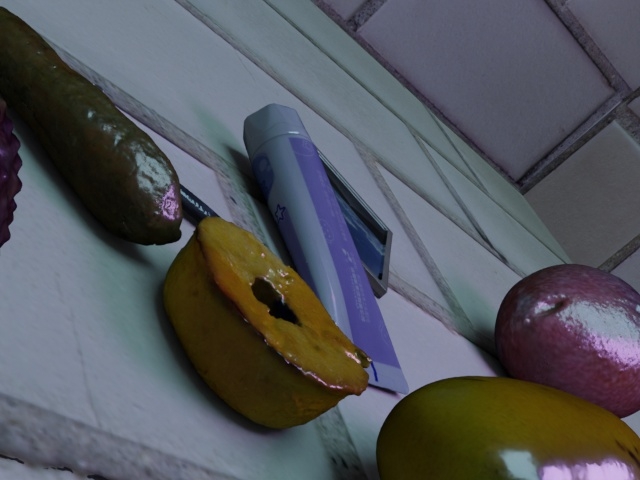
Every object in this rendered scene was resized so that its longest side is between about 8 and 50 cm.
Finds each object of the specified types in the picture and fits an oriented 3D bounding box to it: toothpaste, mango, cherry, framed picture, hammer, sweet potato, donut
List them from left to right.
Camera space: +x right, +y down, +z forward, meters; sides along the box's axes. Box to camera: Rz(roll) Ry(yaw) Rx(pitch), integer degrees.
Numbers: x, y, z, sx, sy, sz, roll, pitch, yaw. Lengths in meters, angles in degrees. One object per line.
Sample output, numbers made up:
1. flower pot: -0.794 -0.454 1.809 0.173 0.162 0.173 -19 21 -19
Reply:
1. sweet potato: -0.206 -0.102 0.766 0.273 0.075 0.075 46 16 11
2. hammer: -0.133 -0.042 0.882 0.246 0.029 0.103 42 17 -24
3. donut: -0.051 0.070 0.753 0.190 0.074 0.174 50 17 23
4. toothpaste: 0.000 0.000 1.051 0.125 0.080 0.371 26 32 -50
5. framed picture: 0.028 -0.034 1.291 0.189 0.023 0.260 48 16 -8
6. mango: 0.160 0.200 0.781 0.211 0.173 0.317 22 -3 38
7. cherry: 0.387 0.154 1.435 0.307 0.221 0.261 12 29 -43

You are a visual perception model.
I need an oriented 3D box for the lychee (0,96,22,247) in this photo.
1. lychee: -0.214 -0.018 0.368 0.188 0.188 0.188 43 17 -16
